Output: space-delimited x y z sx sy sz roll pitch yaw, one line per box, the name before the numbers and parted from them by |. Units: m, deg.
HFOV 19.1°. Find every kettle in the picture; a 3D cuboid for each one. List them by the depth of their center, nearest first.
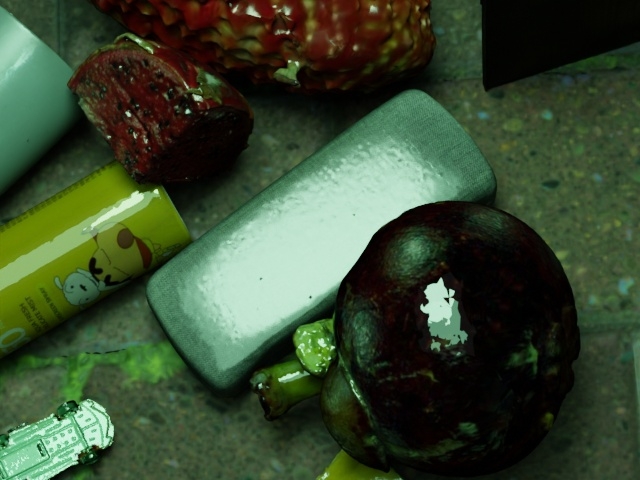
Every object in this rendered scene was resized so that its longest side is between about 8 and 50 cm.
kettle | -0.357 -0.100 1.723 0.243 0.160 0.210 -49 51 -8

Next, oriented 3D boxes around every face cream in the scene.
face cream | -0.287 0.048 1.686 0.349 0.105 0.105 -30 73 -5

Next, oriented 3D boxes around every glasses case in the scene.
glasses case | 0.000 0.000 1.693 0.323 0.074 0.131 -36 73 -7

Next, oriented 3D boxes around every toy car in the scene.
toy car | -0.241 0.185 1.677 0.122 0.035 0.059 -26 72 -12

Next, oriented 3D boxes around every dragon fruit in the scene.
dragon fruit | -0.121 -0.124 1.660 0.127 0.161 0.120 -40 70 27

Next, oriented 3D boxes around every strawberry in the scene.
strawberry | -0.065 -0.254 1.669 0.292 0.292 0.343 -44 73 -9

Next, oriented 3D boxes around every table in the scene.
table | 0.190 -0.313 1.667 0.196 0.282 0.250 -20 72 -2

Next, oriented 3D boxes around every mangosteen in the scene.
mangosteen | 0.073 0.086 1.591 0.289 0.231 0.231 -5 72 17

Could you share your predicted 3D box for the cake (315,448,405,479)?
cake | 0.056 0.260 1.609 0.116 0.080 0.185 -38 78 -10
